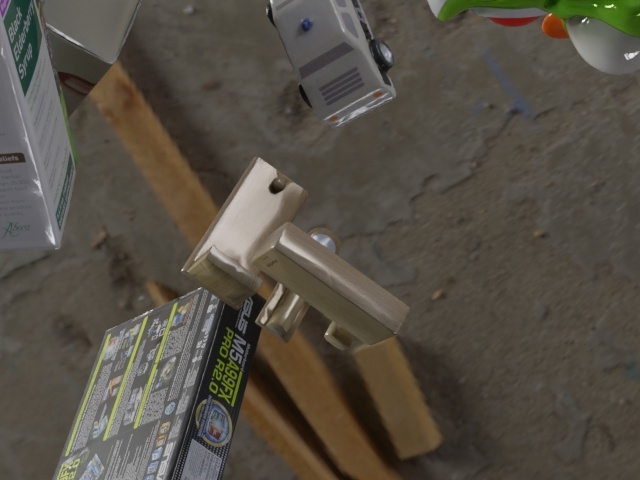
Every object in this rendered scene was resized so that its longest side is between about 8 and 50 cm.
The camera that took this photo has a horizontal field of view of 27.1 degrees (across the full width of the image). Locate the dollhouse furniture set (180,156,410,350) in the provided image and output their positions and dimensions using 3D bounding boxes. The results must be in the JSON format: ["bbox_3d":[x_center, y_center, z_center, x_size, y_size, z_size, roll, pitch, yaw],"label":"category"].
[{"bbox_3d":[0.000,0.000,1.054,0.144,0.123,0.151,35,155,-11],"label":"dollhouse furniture set"}]

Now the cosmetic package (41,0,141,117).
[{"bbox_3d":[-0.321,-0.200,1.461,0.129,0.153,0.296,30,143,-19],"label":"cosmetic package"}]

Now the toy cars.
[{"bbox_3d":[0.026,-0.313,1.333,0.177,0.087,0.393,18,96,28],"label":"toy cars"}]

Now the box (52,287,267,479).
[{"bbox_3d":[-0.174,0.182,1.389,0.216,0.270,0.060,-26,126,36],"label":"box"}]

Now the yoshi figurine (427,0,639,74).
[{"bbox_3d":[0.219,-0.243,1.069,0.362,0.203,0.203,21,96,-21],"label":"yoshi figurine"}]

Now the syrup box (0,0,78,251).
[{"bbox_3d":[-0.224,-0.107,0.835,0.096,0.093,0.236,-2,134,1],"label":"syrup box"}]
